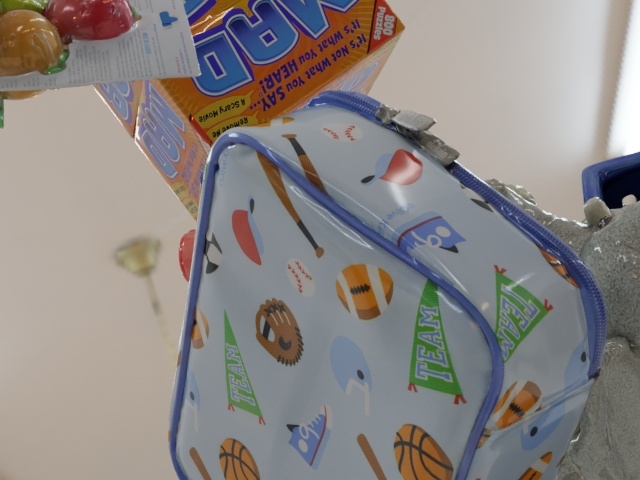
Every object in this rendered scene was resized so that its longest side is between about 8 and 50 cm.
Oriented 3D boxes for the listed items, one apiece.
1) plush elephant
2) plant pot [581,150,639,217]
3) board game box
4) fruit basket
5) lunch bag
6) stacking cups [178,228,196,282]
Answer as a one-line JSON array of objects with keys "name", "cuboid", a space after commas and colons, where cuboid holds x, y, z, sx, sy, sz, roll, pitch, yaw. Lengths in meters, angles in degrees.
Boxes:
[{"name": "plush elephant", "cuboid": [0.192, 0.052, 1.013, 0.272, 0.330, 0.255, -53, -30, -25]}, {"name": "plant pot", "cuboid": [0.400, 0.045, 1.436, 0.235, 0.236, 0.212, -15, -52, 14]}, {"name": "board game box", "cuboid": [-0.145, -0.310, 2.313, 0.356, 0.356, 0.356, -36, -6, -17]}, {"name": "fruit basket", "cuboid": [-0.340, -0.250, 1.835, 0.353, 0.327, 0.165, -2, -58, -12]}, {"name": "lunch bag", "cuboid": [0.020, 0.071, 0.823, 0.115, 0.243, 0.303, -24, -39, -39]}, {"name": "stacking cups", "cuboid": [0.000, 0.000, 1.552, 0.316, 0.096, 0.096, -6, -19, 17]}]
